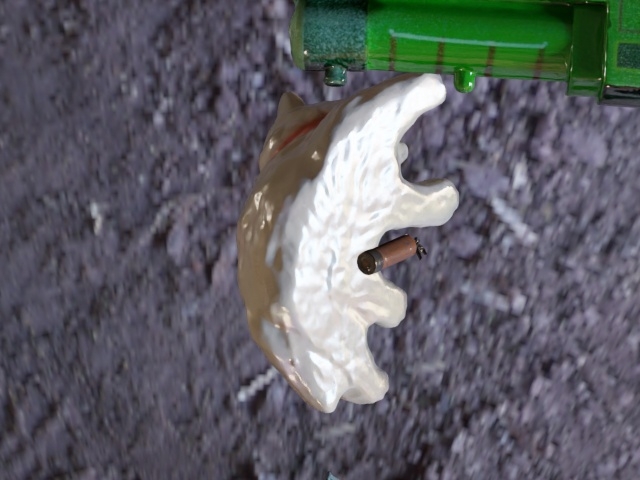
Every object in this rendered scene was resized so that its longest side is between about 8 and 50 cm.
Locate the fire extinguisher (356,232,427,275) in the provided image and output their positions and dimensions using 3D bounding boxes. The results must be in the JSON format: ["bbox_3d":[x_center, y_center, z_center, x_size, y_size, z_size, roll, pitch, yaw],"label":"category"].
[{"bbox_3d":[0.066,0.013,1.657,0.083,0.022,0.028,-21,80,-51],"label":"fire extinguisher"}]

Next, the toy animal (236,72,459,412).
[{"bbox_3d":[0.000,0.000,1.886,0.188,0.308,0.266,14,37,42],"label":"toy animal"}]

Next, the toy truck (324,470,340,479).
[{"bbox_3d":[0.002,0.240,1.120,0.115,0.178,0.080,31,25,-14],"label":"toy truck"}]

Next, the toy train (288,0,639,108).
[{"bbox_3d":[0.097,-0.142,1.098,0.251,0.085,0.119,3,81,4],"label":"toy train"}]
